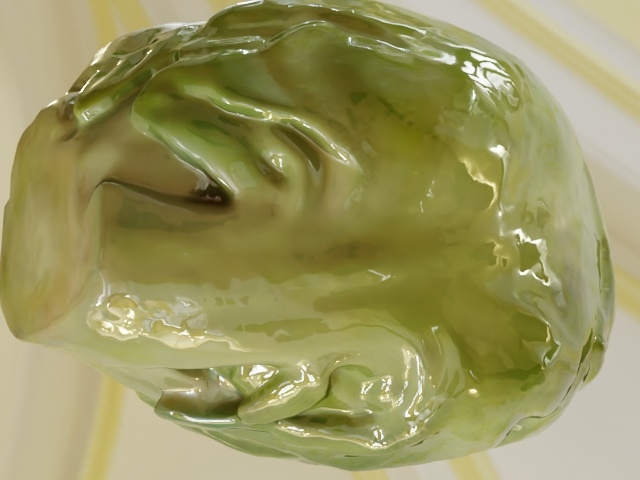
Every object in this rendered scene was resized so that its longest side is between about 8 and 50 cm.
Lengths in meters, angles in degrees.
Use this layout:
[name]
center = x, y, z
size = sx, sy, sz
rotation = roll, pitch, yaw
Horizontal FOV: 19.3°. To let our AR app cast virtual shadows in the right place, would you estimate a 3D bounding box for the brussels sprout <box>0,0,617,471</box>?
[brussels sprout]
center = 0.000, 0.000, 0.678
size = 0.223, 0.223, 0.161
rotation = 12, -98, 35
